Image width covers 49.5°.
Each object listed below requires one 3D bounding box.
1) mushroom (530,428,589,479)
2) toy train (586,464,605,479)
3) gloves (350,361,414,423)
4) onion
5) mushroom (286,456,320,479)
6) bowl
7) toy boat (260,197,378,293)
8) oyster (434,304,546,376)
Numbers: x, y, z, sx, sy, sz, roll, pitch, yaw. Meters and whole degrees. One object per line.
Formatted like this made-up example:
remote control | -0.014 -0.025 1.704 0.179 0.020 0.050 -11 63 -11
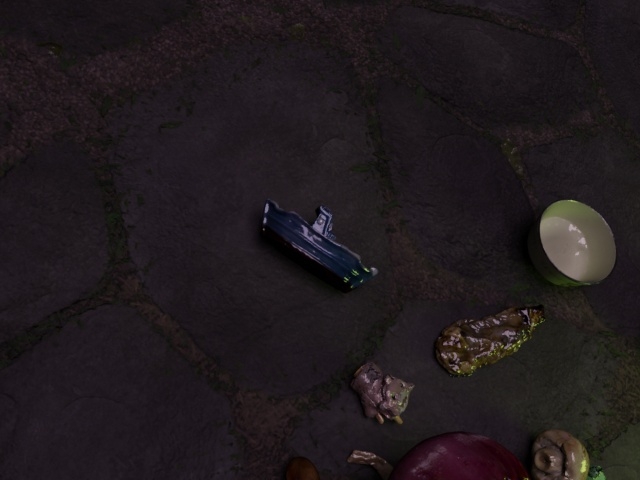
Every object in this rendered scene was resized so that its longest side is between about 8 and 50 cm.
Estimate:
mushroom | 0.544 0.506 1.592 0.112 0.148 0.148 8 66 -34
toy train | 0.609 0.591 1.613 0.149 0.081 0.099 -40 114 -38
gloves | 0.136 0.335 1.536 0.144 0.094 0.110 28 51 1
onion | 0.258 0.540 1.387 0.359 0.358 0.345 9 25 -17
mushroom | -0.048 0.507 1.411 0.129 0.073 0.088 -52 126 -25
bowl | 0.640 0.020 1.819 0.238 0.126 0.237 7 68 -17
toy boat | 0.000 0.000 1.590 0.309 0.129 0.142 34 77 -6
oyster | 0.427 0.225 1.698 0.345 0.078 0.128 -19 69 -23
